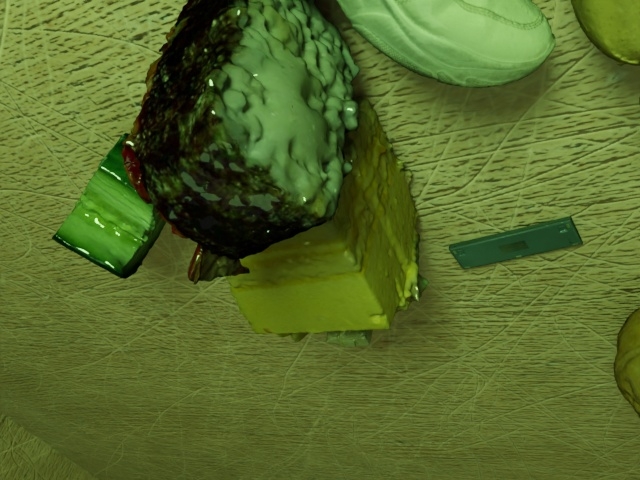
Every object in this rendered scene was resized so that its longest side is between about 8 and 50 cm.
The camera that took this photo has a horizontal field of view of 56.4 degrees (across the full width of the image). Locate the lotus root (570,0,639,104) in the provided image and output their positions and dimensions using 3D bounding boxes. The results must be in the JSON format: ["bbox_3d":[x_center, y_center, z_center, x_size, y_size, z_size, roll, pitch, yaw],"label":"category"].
[{"bbox_3d":[0.270,-0.249,0.481,0.146,0.130,0.303,9,144,47],"label":"lotus root"}]

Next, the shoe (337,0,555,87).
[{"bbox_3d":[0.090,-0.280,0.508,0.342,0.132,0.210,30,141,-9],"label":"shoe"}]

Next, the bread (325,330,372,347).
[{"bbox_3d":[0.044,0.072,0.913,0.077,0.152,0.105,-2,141,21],"label":"bread"}]

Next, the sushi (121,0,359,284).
[{"bbox_3d":[-0.072,-0.120,0.591,0.196,0.343,0.182,32,137,-32],"label":"sushi"}]

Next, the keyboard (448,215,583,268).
[{"bbox_3d":[0.276,0.006,0.856,0.176,0.014,0.055,-16,131,33],"label":"keyboard"}]

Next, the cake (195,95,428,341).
[{"bbox_3d":[0.000,0.000,0.792,0.228,0.222,0.286,-7,134,29],"label":"cake"}]

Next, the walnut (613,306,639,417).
[{"bbox_3d":[0.510,0.178,0.830,0.196,0.195,0.221,-3,141,22],"label":"walnut"}]

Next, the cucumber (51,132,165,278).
[{"bbox_3d":[-0.279,-0.058,0.872,0.130,0.191,0.191,30,138,-16],"label":"cucumber"}]
